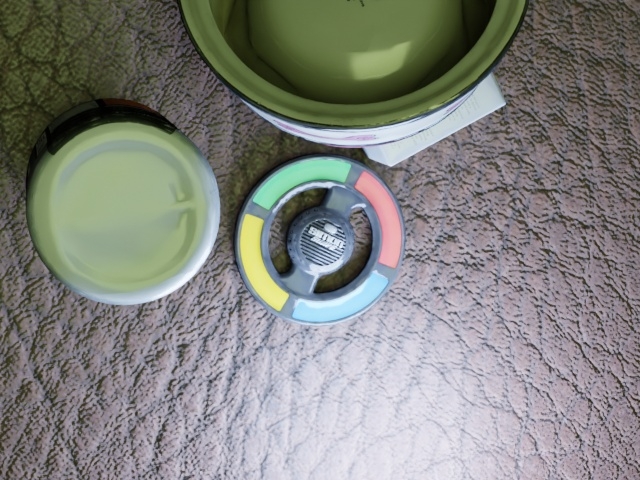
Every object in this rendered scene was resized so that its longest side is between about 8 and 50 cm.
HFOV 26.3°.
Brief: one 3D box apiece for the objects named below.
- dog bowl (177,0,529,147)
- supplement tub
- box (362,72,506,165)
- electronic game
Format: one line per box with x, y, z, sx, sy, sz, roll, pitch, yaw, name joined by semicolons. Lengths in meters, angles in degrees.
0.039;-0.292;1.630;0.408;0.150;0.408;-1;72;3;dog bowl
-0.236;-0.056;1.585;0.207;0.338;0.207;-2;100;-11;supplement tub
0.127;-0.178;1.748;0.170;0.130;0.091;-29;103;-7;box
0.000;0.000;1.793;0.229;0.048;0.229;-2;99;-11;electronic game
